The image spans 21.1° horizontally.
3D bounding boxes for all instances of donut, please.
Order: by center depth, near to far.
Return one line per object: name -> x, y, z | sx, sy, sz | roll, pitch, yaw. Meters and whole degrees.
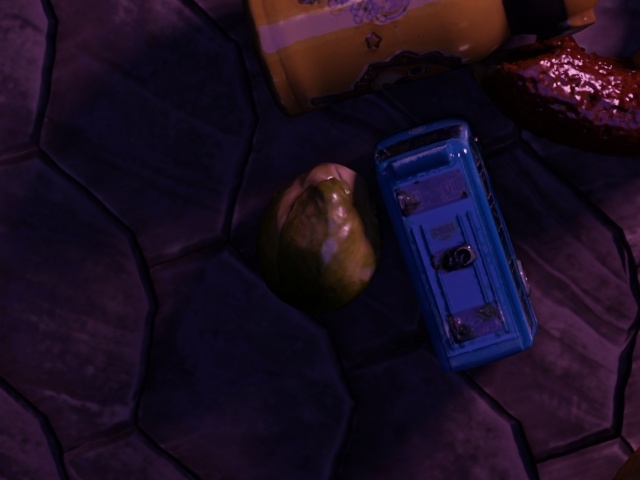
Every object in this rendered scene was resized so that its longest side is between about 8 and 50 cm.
donut -> 0.305, -0.147, 1.716 | 0.295, 0.112, 0.151 | -14, 97, 11

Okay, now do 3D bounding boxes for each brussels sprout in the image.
brussels sprout -> 0.002, 0.001, 1.776 | 0.117, 0.155, 0.155 | 29, 106, -36

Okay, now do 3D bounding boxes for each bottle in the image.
bottle -> 0.107, -0.244, 1.690 | 0.351, 0.171, 0.172 | -14, 99, 10

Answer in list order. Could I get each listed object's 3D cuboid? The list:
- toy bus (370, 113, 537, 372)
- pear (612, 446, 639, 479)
toy bus -> 0.136, 0.003, 1.753 | 0.113, 0.134, 0.246 | -17, 99, 10
pear -> 0.423, 0.333, 1.685 | 0.348, 0.348, 0.348 | 1, 101, 7
